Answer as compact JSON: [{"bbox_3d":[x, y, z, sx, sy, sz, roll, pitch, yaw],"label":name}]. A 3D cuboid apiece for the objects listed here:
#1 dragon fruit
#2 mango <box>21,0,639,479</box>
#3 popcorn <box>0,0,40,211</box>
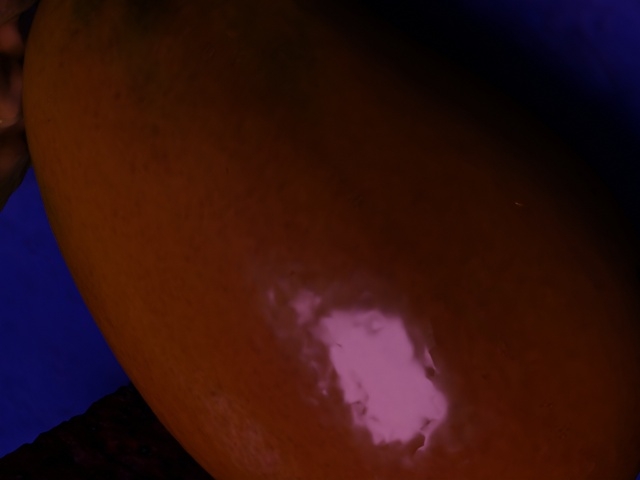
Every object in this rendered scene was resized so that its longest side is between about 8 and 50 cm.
[{"bbox_3d":[-0.083,0.159,0.817,0.120,0.127,0.161,34,136,25],"label":"dragon fruit"},{"bbox_3d":[-0.001,0.007,0.624,0.254,0.139,0.175,41,126,18],"label":"mango"},{"bbox_3d":[-0.176,-0.062,0.715,0.194,0.140,0.163,-29,93,37],"label":"popcorn"}]
